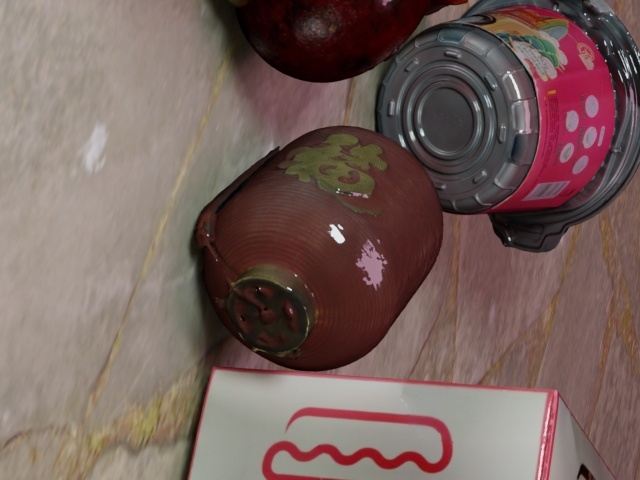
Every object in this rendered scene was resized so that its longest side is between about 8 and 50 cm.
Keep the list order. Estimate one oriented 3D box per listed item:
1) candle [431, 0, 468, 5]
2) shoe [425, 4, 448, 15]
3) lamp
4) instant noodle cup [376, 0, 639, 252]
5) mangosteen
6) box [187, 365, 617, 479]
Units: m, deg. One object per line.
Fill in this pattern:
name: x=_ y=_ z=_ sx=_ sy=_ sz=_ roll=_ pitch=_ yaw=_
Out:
candle: x=0.088 y=-0.290 z=1.569 sx=0.084 sy=0.059 sz=0.302 roll=56 pitch=-2 yaw=21
shoe: x=0.105 y=-0.317 z=1.753 sx=0.099 sy=0.125 sz=0.228 roll=26 pitch=71 yaw=-62
lamp: x=0.000 y=0.000 z=1.507 sx=0.258 sy=0.180 sz=0.180 roll=-51 pitch=139 yaw=-56
instant noodle cup: x=0.173 y=-0.126 z=1.819 sx=0.181 sy=0.258 sz=0.303 roll=-13 pitch=99 yaw=-52
mangosteen: x=-0.001 y=-0.227 z=1.483 sx=0.200 sy=0.199 sz=0.200 roll=3 pitch=90 yaw=-67
box: x=0.064 y=0.295 z=1.500 sx=0.314 sy=0.312 sz=0.300 roll=50 pitch=46 yaw=-59
